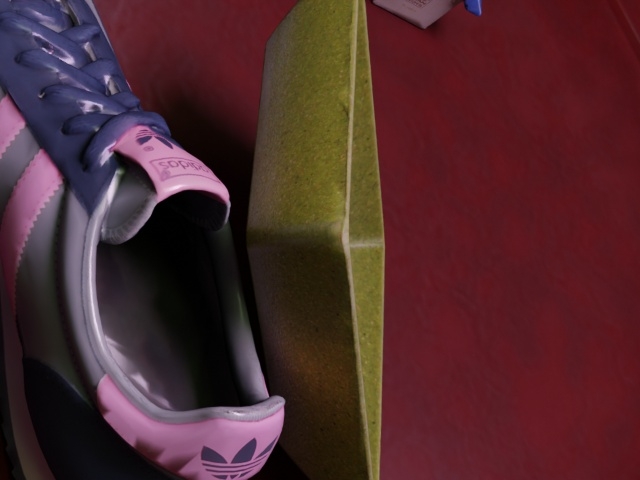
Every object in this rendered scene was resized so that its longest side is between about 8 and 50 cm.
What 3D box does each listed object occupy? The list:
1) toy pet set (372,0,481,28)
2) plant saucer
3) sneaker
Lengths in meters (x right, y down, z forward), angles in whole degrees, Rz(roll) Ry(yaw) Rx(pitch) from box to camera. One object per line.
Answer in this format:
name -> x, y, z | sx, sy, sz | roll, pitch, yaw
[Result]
toy pet set -> 0.058, -0.186, 1.032 | 0.122, 0.065, 0.114 | 23, 54, -29
plant saucer -> 0.000, 0.000, 0.819 | 0.045, 0.188, 0.188 | -2, 44, 5
sneaker -> -0.092, -0.035, 0.775 | 0.112, 0.131, 0.319 | -11, 74, -41
